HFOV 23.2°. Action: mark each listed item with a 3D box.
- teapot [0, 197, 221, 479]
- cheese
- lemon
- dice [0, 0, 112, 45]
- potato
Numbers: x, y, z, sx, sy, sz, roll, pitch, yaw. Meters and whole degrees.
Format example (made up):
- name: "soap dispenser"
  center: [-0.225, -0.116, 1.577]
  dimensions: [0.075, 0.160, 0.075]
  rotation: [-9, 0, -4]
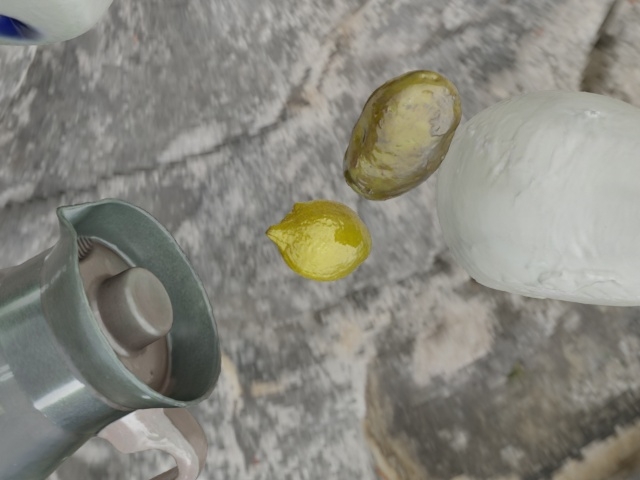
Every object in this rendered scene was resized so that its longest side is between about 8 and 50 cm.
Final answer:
- name: "teapot"
  center: [-0.271, 0.141, 1.411]
  dimensions: [0.344, 0.253, 0.300]
  rotation: [-27, 110, 24]
- name: "cheese"
  center: [0.179, -0.031, 1.133]
  dimensions: [0.189, 0.198, 0.154]
  rotation: [2, 86, -4]
- name: "lemon"
  center: [0.000, 0.000, 1.214]
  dimensions: [0.092, 0.065, 0.065]
  rotation: [9, 107, -30]
- name: "dice"
  center: [-0.327, -0.365, 1.437]
  dimensions: [0.304, 0.277, 0.304]
  rotation: [11, 76, 6]
- name: "potato"
  center: [0.035, -0.045, 0.721]
  dimensions: [0.045, 0.092, 0.046]
  rotation: [25, 60, -6]
